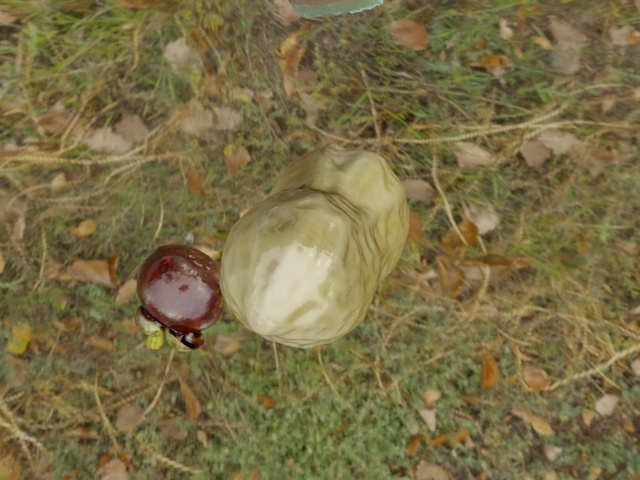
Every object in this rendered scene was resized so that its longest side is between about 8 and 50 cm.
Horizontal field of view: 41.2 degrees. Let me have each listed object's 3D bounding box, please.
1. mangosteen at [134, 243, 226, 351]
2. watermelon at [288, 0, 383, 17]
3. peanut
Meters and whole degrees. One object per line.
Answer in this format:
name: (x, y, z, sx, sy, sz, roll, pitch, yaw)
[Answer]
mangosteen: (-0.236, 0.093, 1.335, 0.181, 0.156, 0.146, -38, 135, 6)
watermelon: (-0.039, -0.416, 1.150, 0.192, 0.256, 0.140, 3, 81, 24)
peanut: (0.000, 0.000, 0.725, 0.149, 0.313, 0.149, 5, 109, 15)
